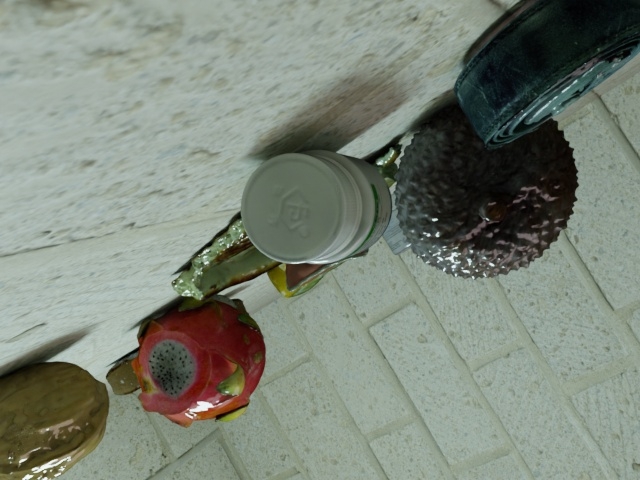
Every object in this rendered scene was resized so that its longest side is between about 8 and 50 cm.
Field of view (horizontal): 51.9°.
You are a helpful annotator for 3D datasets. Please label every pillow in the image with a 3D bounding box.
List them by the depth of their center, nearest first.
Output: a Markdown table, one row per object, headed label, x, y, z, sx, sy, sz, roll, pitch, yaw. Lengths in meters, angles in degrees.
| label | x | y | z | sx | sy | sz | roll | pitch | yaw |
| --- | --- | --- | --- | --- | --- | --- | --- | --- | --- |
| pillow | 0.000 | 0.000 | 1.275 | 0.179 | 0.075 | 0.171 | -30 | -142 | 17 |

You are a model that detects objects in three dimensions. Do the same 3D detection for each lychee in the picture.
| label | x | y | z | sx | sy | sz | roll | pitch | yaw |
| --- | --- | --- | --- | --- | --- | --- | --- | --- | --- |
| lychee | 0.251 | -0.085 | 1.051 | 0.300 | 0.300 | 0.300 | -31 | 175 | -3 |

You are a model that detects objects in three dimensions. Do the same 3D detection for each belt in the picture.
| label | x | y | z | sx | sy | sz | roll | pitch | yaw |
| --- | --- | --- | --- | --- | --- | --- | --- | --- | --- |
| belt | 0.267 | -0.210 | 0.791 | 0.207 | 0.116 | 0.267 | -23 | 169 | -37 |

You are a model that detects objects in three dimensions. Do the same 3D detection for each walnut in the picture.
| label | x | y | z | sx | sy | sz | roll | pitch | yaw |
| --- | --- | --- | --- | --- | --- | --- | --- | --- | --- |
| walnut | -0.471 | 0.304 | 1.099 | 0.245 | 0.198 | 0.198 | -27 | 173 | -32 |

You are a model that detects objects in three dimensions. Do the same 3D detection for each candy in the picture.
| label | x | y | z | sx | sy | sz | roll | pitch | yaw |
| --- | --- | --- | --- | --- | --- | --- | --- | --- | --- |
| candy | -0.009 | 0.035 | 1.597 | 0.260 | 0.118 | 0.260 | -36 | 177 | -2 |

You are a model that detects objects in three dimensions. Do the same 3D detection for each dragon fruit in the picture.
| label | x | y | z | sx | sy | sz | roll | pitch | yaw |
| --- | --- | --- | --- | --- | --- | --- | --- | --- | --- |
| dragon fruit | -0.270 | 0.257 | 1.405 | 0.291 | 0.290 | 0.189 | -31 | 171 | 6 |

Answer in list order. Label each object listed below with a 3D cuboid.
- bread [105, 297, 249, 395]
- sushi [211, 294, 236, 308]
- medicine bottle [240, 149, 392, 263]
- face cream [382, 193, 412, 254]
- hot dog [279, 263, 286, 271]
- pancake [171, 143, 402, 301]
| label | x | y | z | sx | sy | sz | roll | pitch | yaw |
| --- | --- | --- | --- | --- | --- | --- | --- | --- | --- |
| bread | -0.405 | 0.305 | 1.896 | 0.417 | 0.113 | 0.165 | -30 | 174 | 7 |
| sushi | -0.271 | 0.182 | 1.617 | 0.078 | 0.090 | 0.150 | -37 | 171 | 23 |
| medicine bottle | 0.003 | -0.039 | 0.783 | 0.139 | 0.139 | 0.237 | -32 | 176 | 15 |
| face cream | 0.249 | -0.062 | 1.879 | 0.177 | 0.152 | 0.177 | -32 | 175 | -3 |
| hot dog | 0.019 | -0.017 | 1.444 | 0.286 | 0.087 | 0.061 | -34 | 178 | -34 |
| pancake | -0.034 | -0.027 | 1.095 | 0.427 | 0.066 | 0.305 | -26 | 172 | -28 |
